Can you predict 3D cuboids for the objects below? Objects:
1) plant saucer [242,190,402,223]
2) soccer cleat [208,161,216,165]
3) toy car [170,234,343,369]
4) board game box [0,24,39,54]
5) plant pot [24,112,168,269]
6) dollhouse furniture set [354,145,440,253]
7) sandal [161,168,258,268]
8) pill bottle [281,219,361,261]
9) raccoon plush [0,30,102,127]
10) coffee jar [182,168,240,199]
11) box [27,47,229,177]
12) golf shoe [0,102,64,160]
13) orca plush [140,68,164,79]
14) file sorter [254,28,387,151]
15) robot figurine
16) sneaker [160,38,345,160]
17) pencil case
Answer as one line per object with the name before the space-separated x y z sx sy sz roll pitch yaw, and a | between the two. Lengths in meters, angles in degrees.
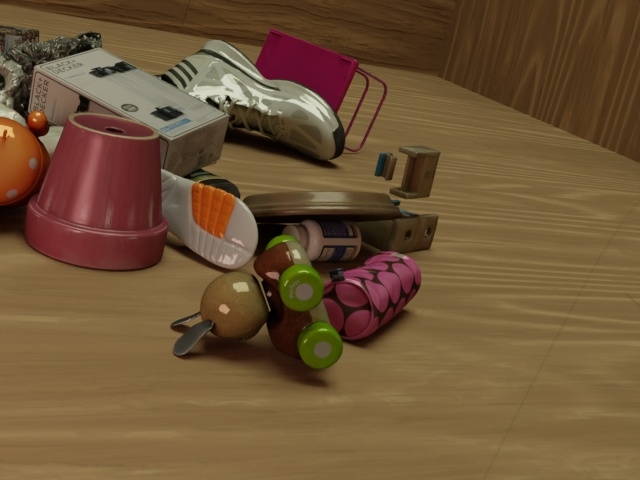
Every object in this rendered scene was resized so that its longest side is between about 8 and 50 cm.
plant saucer | -0.006 -0.052 1.671 0.277 0.041 0.278 0 -3 0
soccer cleat | -0.309 -0.166 1.830 0.143 0.116 0.331 7 10 29
toy car | -0.087 0.092 1.236 0.188 0.149 0.155 -19 18 -5
board game box | -0.741 -0.359 2.062 0.232 0.141 0.291 9 15 15
plant pot | -0.306 -0.077 1.455 0.201 0.180 0.201 12 16 -3
dollhouse furniture set | 0.133 -0.087 1.816 0.129 0.184 0.129 25 20 35
sandal | -0.187 -0.042 1.564 0.265 0.102 0.076 29 0 27
pill bottle | 0.000 0.000 1.634 0.120 0.067 0.067 1 21 -37
raccoon plush | -0.577 -0.299 1.979 0.299 0.216 0.446 3 13 -13
coffee jar | -0.224 -0.086 1.722 0.184 0.079 0.096 26 21 35
box | -0.318 -0.210 1.703 0.290 0.087 0.169 29 33 20
golf shoe | -0.489 -0.131 1.660 0.306 0.115 0.140 20 33 29
orca plush | -0.324 -0.326 2.477 0.287 0.102 0.151 -7 70 -40
file sorter | -0.011 -0.360 2.530 0.290 0.202 0.182 28 6 37
robot figurine | -0.460 -0.109 1.486 0.158 0.128 0.219 -12 0 -8
sneaker | -0.178 -0.269 2.322 0.447 0.169 0.257 33 49 21
pencil case | 0.065 0.069 1.428 0.098 0.095 0.209 3 9 24
